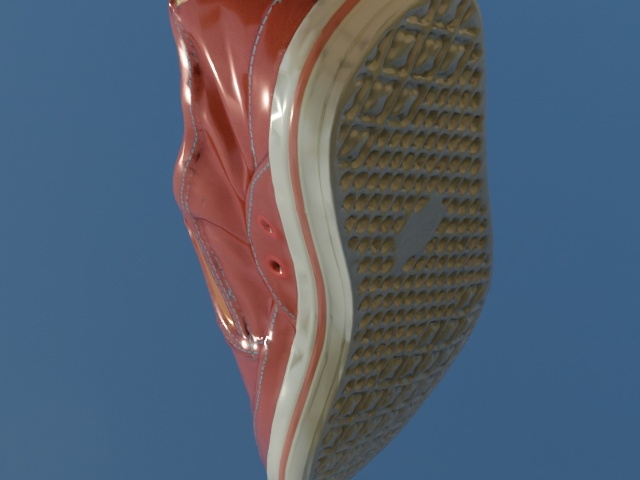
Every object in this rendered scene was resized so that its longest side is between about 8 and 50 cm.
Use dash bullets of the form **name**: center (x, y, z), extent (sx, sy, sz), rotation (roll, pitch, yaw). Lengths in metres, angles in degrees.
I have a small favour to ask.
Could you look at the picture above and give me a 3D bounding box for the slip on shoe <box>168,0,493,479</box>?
- **slip on shoe**: center (0.000, 0.000, 0.639), extent (0.101, 0.331, 0.123), rotation (36, -117, 26)
